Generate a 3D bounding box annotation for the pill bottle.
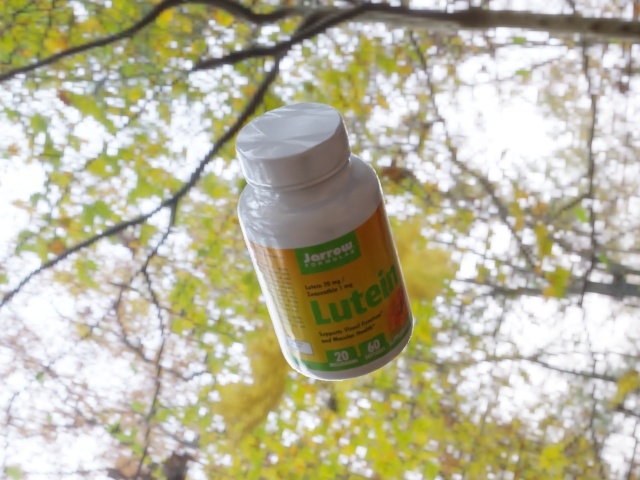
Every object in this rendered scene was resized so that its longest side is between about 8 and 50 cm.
[{"bbox_3d":[0.000,0.000,1.148,0.136,0.136,0.246,-45,-48,-37],"label":"pill bottle"}]
